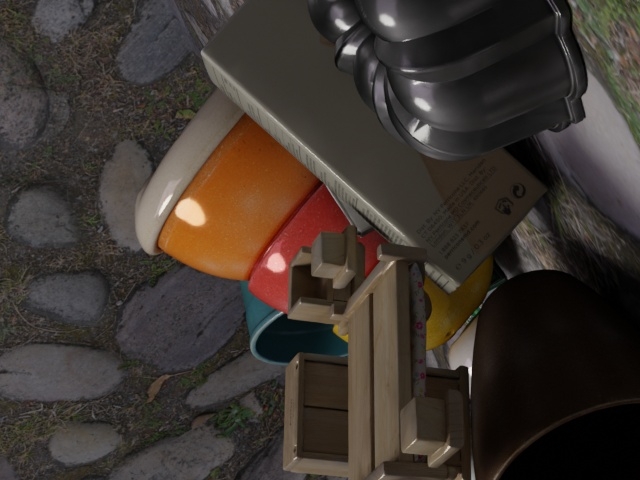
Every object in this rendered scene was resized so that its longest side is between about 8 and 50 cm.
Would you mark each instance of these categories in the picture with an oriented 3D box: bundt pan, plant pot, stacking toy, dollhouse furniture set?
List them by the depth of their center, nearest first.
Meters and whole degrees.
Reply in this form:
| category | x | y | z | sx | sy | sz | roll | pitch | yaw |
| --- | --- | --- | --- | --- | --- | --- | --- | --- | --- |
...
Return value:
| category | x | y | z | sx | sy | sz | roll | pitch | yaw |
| --- | --- | --- | --- | --- | --- | --- | --- | --- | --- |
| bundt pan | 0.063 | -0.198 | 1.207 | 0.331 | 0.124 | 0.331 | 57 | 173 | 11 |
| dollhouse furniture set | 0.100 | 0.092 | 1.338 | 0.355 | 0.174 | 0.303 | 127 | 147 | -60 |
| plant pot | 0.215 | 0.138 | 1.354 | 0.230 | 0.215 | 0.215 | -107 | -7 | -51 |
| stacking toy | 0.071 | 0.004 | 1.704 | 0.480 | 0.350 | 0.350 | 40 | 173 | 3 |
| plant pot | 0.000 | 0.000 | 2.146 | 0.271 | 0.272 | 0.255 | 73 | 178 | -68 |

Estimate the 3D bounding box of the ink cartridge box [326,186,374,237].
| category | x | y | z | sx | sy | sz | roll | pitch | yaw |
| --- | --- | --- | --- | --- | --- | --- | --- | --- | --- |
| ink cartridge box | 0.071 | -0.087 | 1.524 | 0.109 | 0.150 | 0.063 | 59 | 179 | 5 |

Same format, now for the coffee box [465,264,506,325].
| category | x | y | z | sx | sy | sz | roll | pitch | yaw |
| --- | --- | --- | --- | --- | --- | --- | --- | --- | --- |
| coffee box | 0.184 | 0.059 | 1.866 | 0.113 | 0.040 | 0.184 | 55 | 173 | 30 |

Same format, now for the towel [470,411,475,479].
| category | x | y | z | sx | sy | sz | roll | pitch | yaw |
| --- | --- | --- | --- | --- | --- | --- | --- | --- | --- |
| towel | 0.273 | 0.325 | 1.542 | 0.320 | 0.090 | 0.374 | 22 | -161 | -37 |

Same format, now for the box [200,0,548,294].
| category | x | y | z | sx | sy | sz | roll | pitch | yaw |
| --- | --- | --- | --- | --- | --- | --- | --- | --- | --- |
| box | 0.046 | -0.099 | 1.421 | 0.311 | 0.121 | 0.148 | 43 | 177 | 3 |

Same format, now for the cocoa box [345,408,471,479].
| category | x | y | z | sx | sy | sz | roll | pitch | yaw |
| --- | --- | --- | --- | --- | --- | --- | --- | --- | --- |
| cocoa box | 0.159 | 0.372 | 2.016 | 0.228 | 0.231 | 0.347 | 59 | -149 | -1 |
